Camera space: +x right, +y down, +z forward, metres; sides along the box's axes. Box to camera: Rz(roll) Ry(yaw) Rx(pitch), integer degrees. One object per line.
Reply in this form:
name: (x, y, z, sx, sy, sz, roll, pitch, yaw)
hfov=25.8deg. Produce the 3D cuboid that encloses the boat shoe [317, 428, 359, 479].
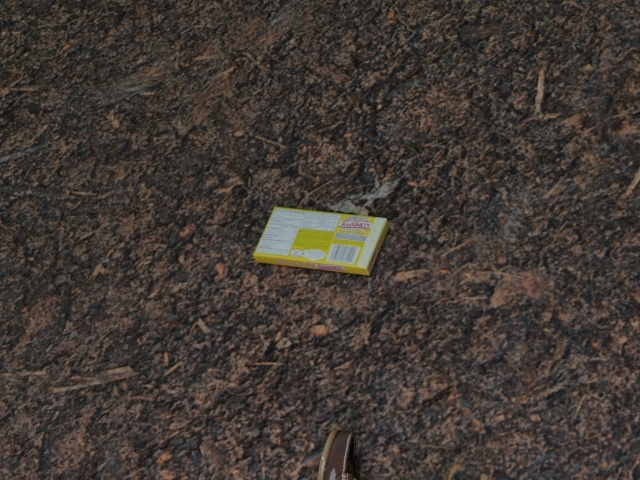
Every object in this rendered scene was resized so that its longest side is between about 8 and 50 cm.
boat shoe: (0.029, 0.360, 1.929, 0.073, 0.073, 0.207, 1, 59, 20)

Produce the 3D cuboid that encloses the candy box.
candy box: (0.000, 0.000, 2.269, 0.206, 0.027, 0.105, 7, 52, 25)
